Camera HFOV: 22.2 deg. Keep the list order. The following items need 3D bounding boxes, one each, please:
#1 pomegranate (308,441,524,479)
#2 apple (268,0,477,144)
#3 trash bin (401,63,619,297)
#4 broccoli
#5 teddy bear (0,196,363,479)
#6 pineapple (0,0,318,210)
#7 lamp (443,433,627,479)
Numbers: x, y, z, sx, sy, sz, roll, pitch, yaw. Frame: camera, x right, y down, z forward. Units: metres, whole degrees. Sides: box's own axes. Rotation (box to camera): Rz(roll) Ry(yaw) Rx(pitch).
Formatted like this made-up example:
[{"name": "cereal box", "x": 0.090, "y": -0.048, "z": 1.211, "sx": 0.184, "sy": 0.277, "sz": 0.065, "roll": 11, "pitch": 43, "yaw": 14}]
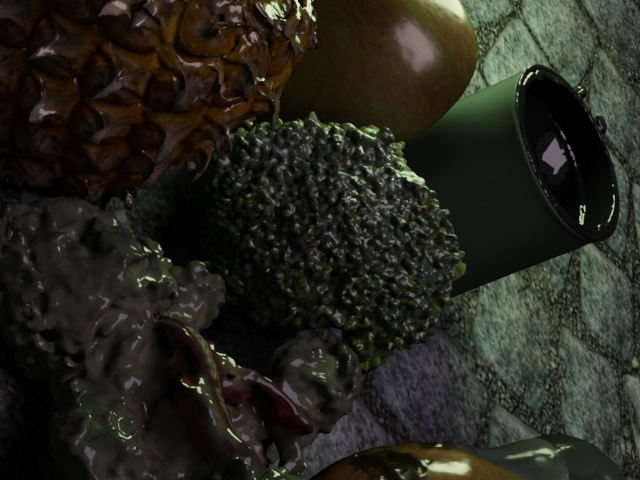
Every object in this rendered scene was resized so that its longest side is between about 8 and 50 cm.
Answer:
[{"name": "pomegranate", "x": 0.099, "y": 0.344, "z": 1.555, "sx": 0.322, "sy": 0.322, "sz": 0.322, "roll": 32, "pitch": 46, "yaw": -41}, {"name": "apple", "x": 0.040, "y": -0.220, "z": 1.833, "sx": 0.234, "sy": 0.257, "sz": 0.257, "roll": 56, "pitch": 35, "yaw": -11}, {"name": "trash bin", "x": 0.186, "y": -0.058, "z": 1.927, "sx": 0.217, "sy": 0.262, "sz": 0.277, "roll": 59, "pitch": 35, "yaw": -11}, {"name": "broccoli", "x": 0.011, "y": -0.007, "z": 1.660, "sx": 0.288, "sy": 0.235, "sz": 0.260, "roll": 63, "pitch": 26, "yaw": 6}, {"name": "teddy bear", "x": -0.151, "y": 0.102, "z": 1.417, "sx": 0.367, "sy": 0.224, "sz": 0.357, "roll": 56, "pitch": 22, "yaw": -11}, {"name": "pineapple", "x": -0.182, "y": -0.216, "z": 1.494, "sx": 0.352, "sy": 0.300, "sz": 0.352, "roll": 33, "pitch": 41, "yaw": -34}, {"name": "lamp", "x": 0.220, "y": 0.284, "z": 1.876, "sx": 0.314, "sy": 0.182, "sz": 0.182, "roll": 32, "pitch": 44, "yaw": -15}]
